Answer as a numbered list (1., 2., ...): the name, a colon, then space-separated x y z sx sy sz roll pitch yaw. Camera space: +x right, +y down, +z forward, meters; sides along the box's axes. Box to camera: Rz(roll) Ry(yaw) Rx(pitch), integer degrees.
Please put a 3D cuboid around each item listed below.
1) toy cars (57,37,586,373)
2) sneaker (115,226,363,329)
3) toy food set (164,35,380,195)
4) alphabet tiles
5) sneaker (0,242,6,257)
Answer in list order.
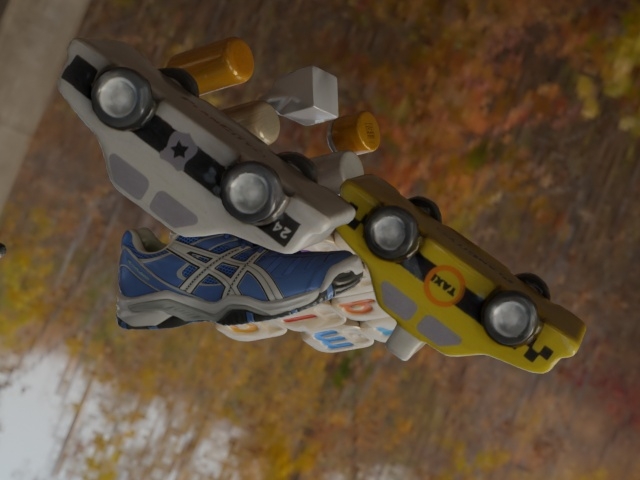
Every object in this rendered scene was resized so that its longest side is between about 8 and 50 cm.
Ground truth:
1. toy cars: 0.000 0.000 0.906 0.394 0.087 0.176 26 -165 -32
2. sneaker: -0.070 0.023 1.120 0.211 0.081 0.080 -6 -177 19
3. toy food set: -0.050 -0.093 1.272 0.105 0.111 0.232 -11 164 33
4. alphabet tiles: -0.011 0.038 1.374 0.278 0.021 0.284 -13 148 29
5. sneaker: -0.348 -0.006 1.408 0.083 0.035 0.031 17 -156 -2
